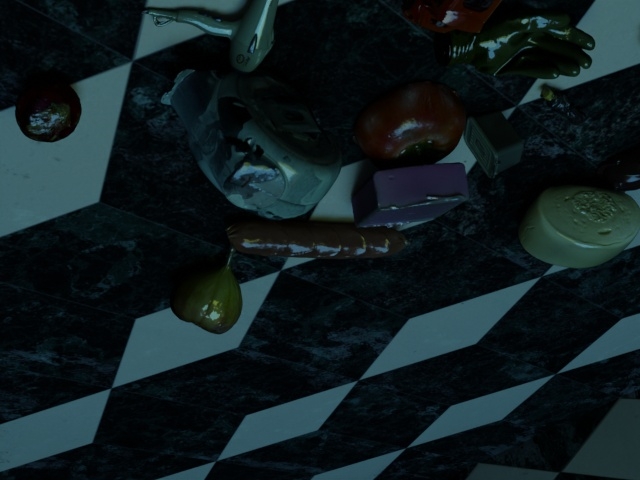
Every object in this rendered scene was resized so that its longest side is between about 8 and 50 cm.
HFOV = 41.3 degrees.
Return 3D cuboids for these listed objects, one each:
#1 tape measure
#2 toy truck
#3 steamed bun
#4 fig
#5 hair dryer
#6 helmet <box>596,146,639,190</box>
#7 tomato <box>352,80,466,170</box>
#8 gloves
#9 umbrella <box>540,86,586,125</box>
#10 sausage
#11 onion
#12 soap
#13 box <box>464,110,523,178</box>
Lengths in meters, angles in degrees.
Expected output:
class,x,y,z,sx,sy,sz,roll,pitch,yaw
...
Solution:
class,x,y,z,sx,sy,sz,roll,pitch,yaw
tape measure,-0.092,-0.161,1.389,0.147,0.256,0.275,-45,154,29
toy truck,0.230,-0.404,1.280,0.107,0.114,0.252,6,142,-29
steamed bun,0.585,-0.019,1.924,0.250,0.154,0.200,6,156,-4
fig,-0.232,0.109,1.858,0.160,0.143,0.231,30,136,-7
hair dryer,-0.147,-0.358,1.291,0.199,0.067,0.167,26,123,-26
helmet,0.682,-0.147,1.876,0.123,0.070,0.098,-25,146,16
tomato,0.177,-0.197,1.607,0.225,0.085,0.225,-12,147,-8
gloves,0.328,-0.333,1.436,0.268,0.107,0.135,6,138,2
umbrella,0.473,-0.262,1.654,0.040,0.037,0.144,-22,152,37
sausage,0.000,-0.001,1.838,0.433,0.088,0.088,3,144,-23
onion,-0.437,-0.208,1.359,0.107,0.097,0.107,-33,144,-28
soap,0.169,-0.086,1.674,0.181,0.081,0.259,-7,173,-7
box,0.336,-0.190,1.646,0.069,0.122,0.084,-21,150,-11
